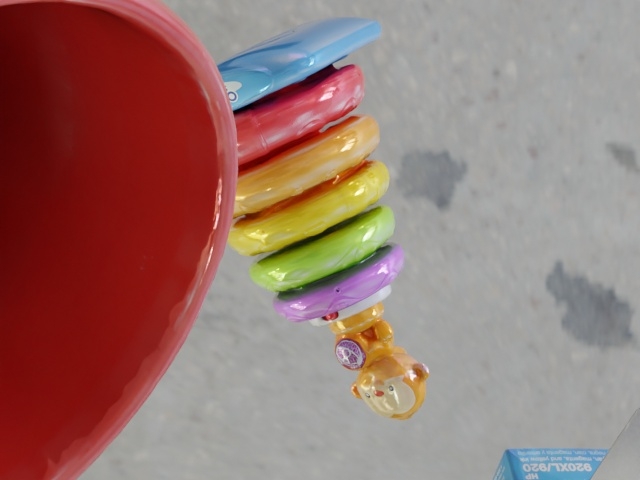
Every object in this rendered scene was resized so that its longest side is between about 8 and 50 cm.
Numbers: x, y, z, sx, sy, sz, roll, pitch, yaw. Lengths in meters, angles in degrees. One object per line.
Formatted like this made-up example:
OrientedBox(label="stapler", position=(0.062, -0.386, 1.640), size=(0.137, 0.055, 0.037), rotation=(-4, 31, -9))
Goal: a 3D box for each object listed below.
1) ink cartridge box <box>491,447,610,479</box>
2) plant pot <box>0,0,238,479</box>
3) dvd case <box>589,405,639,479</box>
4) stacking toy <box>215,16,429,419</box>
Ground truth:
OrientedBox(label="ink cartridge box", position=(0.245, 0.330, 1.699), size=(0.168, 0.171, 0.232), rotation=(3, 43, -15))
OrientedBox(label="plant pot", position=(-0.206, -0.035, 0.707), size=(0.275, 0.275, 0.243), rotation=(-48, 59, -2))
OrientedBox(label="dvd case", position=(0.178, 0.124, 0.717), size=(0.164, 0.018, 0.221), rotation=(39, 111, 25))
OrientedBox(label="stacking toy", position=(0.000, 0.000, 1.395), size=(0.175, 0.166, 0.301), rotation=(-20, 99, 30))
